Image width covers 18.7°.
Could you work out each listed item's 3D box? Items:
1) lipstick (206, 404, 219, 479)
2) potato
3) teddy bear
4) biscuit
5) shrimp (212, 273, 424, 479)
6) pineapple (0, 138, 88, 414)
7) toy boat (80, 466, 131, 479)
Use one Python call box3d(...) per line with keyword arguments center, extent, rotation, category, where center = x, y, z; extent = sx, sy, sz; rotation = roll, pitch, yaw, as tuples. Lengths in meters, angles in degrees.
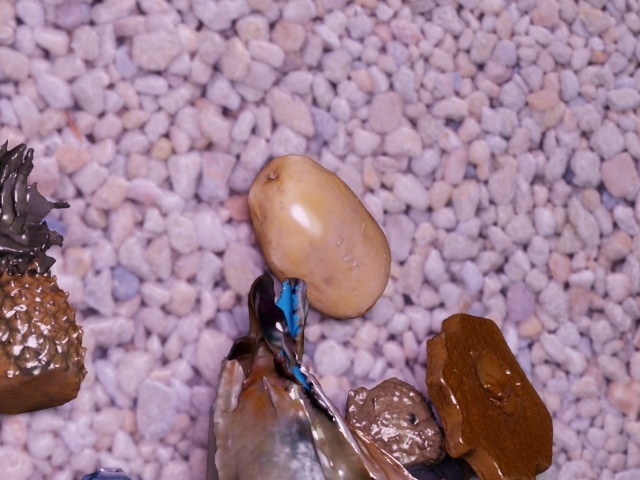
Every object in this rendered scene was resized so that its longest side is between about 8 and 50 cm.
box3d(center=(-0.073, 0.277, 1.806), extent=(0.079, 0.077, 0.252), rotation=(10, 70, -23), category="lipstick")
box3d(center=(0.000, 0.000, 1.882), extent=(0.109, 0.118, 0.178), rotation=(-38, 112, 9), category="potato")
box3d(center=(0.093, 0.257, 1.864), extent=(0.129, 0.182, 0.251), rotation=(-29, 74, 13), category="teddy bear")
box3d(center=(0.157, 0.165, 1.898), extent=(0.182, 0.034, 0.215), rotation=(58, 27, -2), category="biscuit")
box3d(center=(0.010, 0.229, 1.727), extent=(0.221, 0.110, 0.445), rotation=(-7, 64, -19), category="shrimp")
box3d(center=(-0.277, 0.027, 1.764), extent=(0.125, 0.125, 0.251), rotation=(-4, 70, -25), category="pineapple")
box3d(center=(-0.220, 0.269, 1.709), extent=(0.309, 0.129, 0.142), rotation=(5, 91, -12), category="toy boat")
